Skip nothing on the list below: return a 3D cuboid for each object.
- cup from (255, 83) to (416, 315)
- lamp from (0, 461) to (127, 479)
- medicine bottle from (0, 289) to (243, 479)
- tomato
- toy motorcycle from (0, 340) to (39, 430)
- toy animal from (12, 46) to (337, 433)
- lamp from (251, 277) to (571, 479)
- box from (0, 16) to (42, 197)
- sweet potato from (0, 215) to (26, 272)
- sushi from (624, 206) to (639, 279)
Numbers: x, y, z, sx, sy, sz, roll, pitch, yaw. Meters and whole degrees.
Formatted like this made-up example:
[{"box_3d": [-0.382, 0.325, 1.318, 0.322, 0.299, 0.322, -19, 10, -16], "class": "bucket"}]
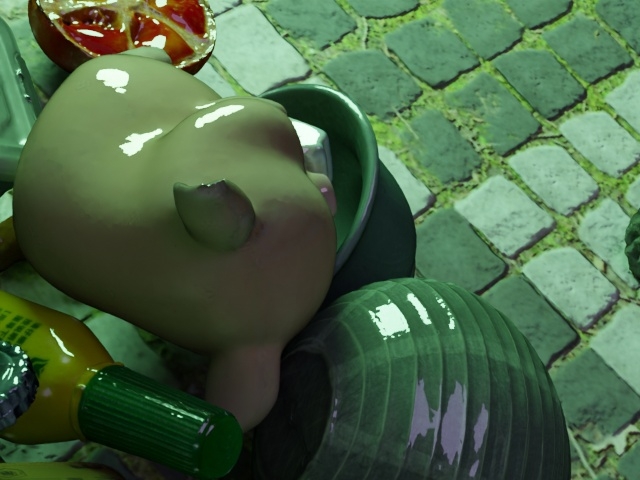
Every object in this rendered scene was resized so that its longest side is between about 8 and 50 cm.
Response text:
[{"box_3d": [0.000, 0.000, 1.443, 0.150, 0.199, 0.199, 34, 37, -46], "class": "cup"}, {"box_3d": [-0.190, 0.216, 1.168, 0.185, 0.161, 0.161, 0, 56, -26], "class": "lamp"}, {"box_3d": [-0.162, 0.099, 1.241, 0.260, 0.064, 0.095, 16, 69, 36], "class": "medicine bottle"}, {"box_3d": [-0.164, -0.170, 1.539, 0.155, 0.069, 0.155, 14, 47, -16], "class": "tomato"}, {"box_3d": [-0.298, 0.088, 1.190, 0.159, 0.106, 0.270, -35, 34, -26], "class": "toy motorcycle"}, {"box_3d": [-0.087, -0.018, 1.304, 0.256, 0.195, 0.213, 18, 39, 39], "class": "toy animal"}, {"box_3d": [0.066, 0.160, 1.302, 0.233, 0.233, 0.265, 13, 45, -19], "class": "lamp"}, {"box_3d": [-0.314, -0.096, 1.335, 0.227, 0.130, 0.162, 7, 51, -42], "class": "box"}, {"box_3d": [-0.165, -0.042, 1.451, 0.057, 0.057, 0.264, 41, 48, 5], "class": "sweet potato"}, {"box_3d": [0.321, 0.006, 1.666, 0.094, 0.098, 0.084, 34, 39, 25], "class": "sushi"}]
